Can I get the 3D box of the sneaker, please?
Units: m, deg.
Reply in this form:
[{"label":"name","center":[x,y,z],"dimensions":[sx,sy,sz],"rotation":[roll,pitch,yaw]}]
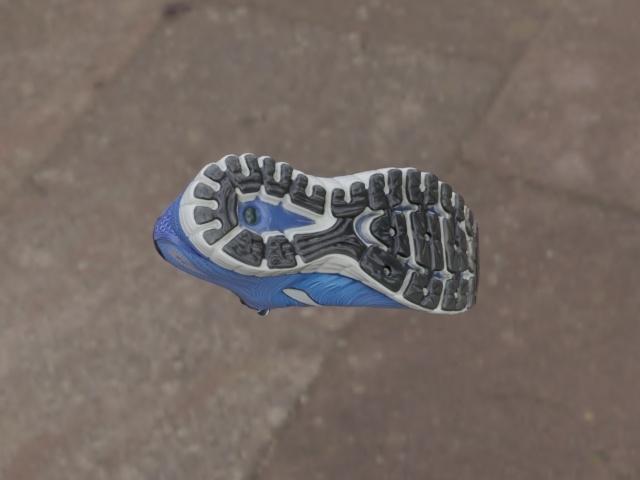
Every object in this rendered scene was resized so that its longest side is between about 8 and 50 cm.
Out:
[{"label":"sneaker","center":[0.000,0.000,1.745],"dimensions":[0.330,0.147,0.130],"rotation":[13,73,-31]}]
